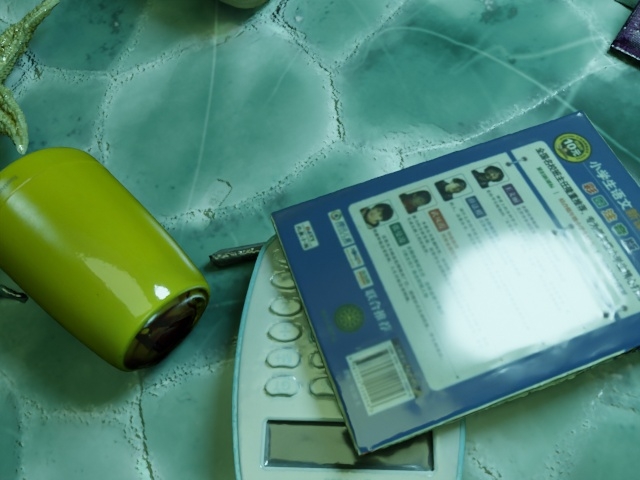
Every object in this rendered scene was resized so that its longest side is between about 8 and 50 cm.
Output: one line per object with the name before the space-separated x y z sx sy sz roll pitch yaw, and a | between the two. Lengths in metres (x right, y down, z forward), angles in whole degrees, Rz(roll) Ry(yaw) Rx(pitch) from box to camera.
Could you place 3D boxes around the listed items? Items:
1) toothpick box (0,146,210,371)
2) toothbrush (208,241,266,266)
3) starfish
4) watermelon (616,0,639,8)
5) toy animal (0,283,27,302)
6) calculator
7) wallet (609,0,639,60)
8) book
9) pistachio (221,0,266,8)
toothpick box | -0.265 0.028 0.704 0.271 0.175 0.175 40 79 15
toothbrush | 0.000 0.000 0.757 0.297 0.030 0.030 -10 79 3
starfish | -0.551 -0.221 0.879 0.347 0.078 0.357 8 71 9
watermelon | 0.505 -0.358 0.821 0.180 0.081 0.094 15 47 6
toy animal | -0.494 0.159 0.747 0.079 0.070 0.253 38 61 -17
calculator | 0.031 0.143 0.661 0.256 0.054 0.386 0 68 3
wallet | 0.483 -0.311 0.771 0.111 0.030 0.166 34 113 19
book | 0.188 0.025 0.664 0.428 0.039 0.300 -18 63 -7
pistachio | -0.118 -0.491 0.853 0.229 0.238 0.321 -37 56 36
